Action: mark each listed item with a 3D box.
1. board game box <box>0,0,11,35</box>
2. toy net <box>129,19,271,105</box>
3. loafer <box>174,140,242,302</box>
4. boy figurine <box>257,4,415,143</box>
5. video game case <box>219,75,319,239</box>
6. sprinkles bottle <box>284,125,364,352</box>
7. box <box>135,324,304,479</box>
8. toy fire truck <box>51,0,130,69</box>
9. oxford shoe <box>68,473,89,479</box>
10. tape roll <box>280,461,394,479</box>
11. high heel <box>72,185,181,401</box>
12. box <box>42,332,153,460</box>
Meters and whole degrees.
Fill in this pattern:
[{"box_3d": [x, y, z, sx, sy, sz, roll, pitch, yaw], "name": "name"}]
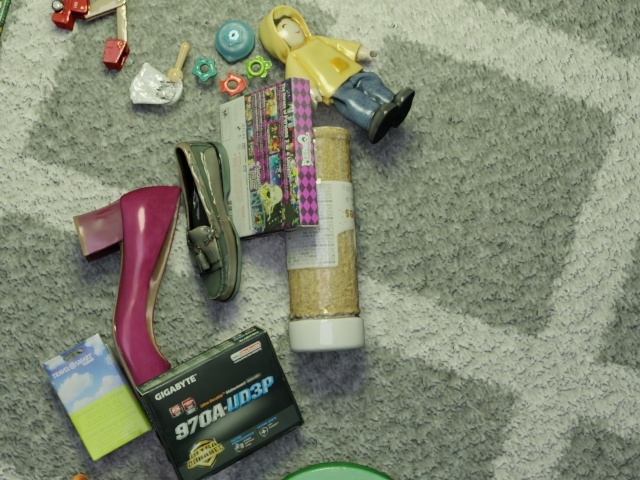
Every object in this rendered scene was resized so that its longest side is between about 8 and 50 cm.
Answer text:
[{"box_3d": [-0.594, -0.394, 1.847, 0.136, 0.030, 0.259, 14, 85, -1], "name": "board game box"}, {"box_3d": [-0.203, -0.274, 1.830, 0.232, 0.045, 0.122, -28, 87, -1], "name": "toy net"}, {"box_3d": [-0.192, -0.031, 1.771, 0.096, 0.084, 0.267, -18, 75, 43], "name": "loafer"}, {"box_3d": [0.020, -0.281, 1.789, 0.285, 0.092, 0.177, 42, 55, 16], "name": "boy figurine"}, {"box_3d": [-0.085, -0.123, 1.743, 0.042, 0.210, 0.232, 0, 83, -37], "name": "video game case"}, {"box_3d": [0.000, 0.000, 1.763, 0.121, 0.121, 0.355, -4, 85, 0], "name": "sprinkles bottle"}, {"box_3d": [-0.155, 0.259, 1.721, 0.220, 0.051, 0.175, -26, 106, -19], "name": "box"}, {"box_3d": [-0.375, -0.392, 1.836, 0.135, 0.047, 0.192, 11, 84, 1], "name": "toy fire truck"}, {"box_3d": [-0.407, 0.549, 1.715, 0.133, 0.130, 0.363, -1, 85, 6], "name": "oxford shoe"}, {"box_3d": [0.027, 0.516, 1.741, 0.321, 0.077, 0.321, 0, 85, 0], "name": "tape roll"}, {"box_3d": [-0.253, 0.100, 1.759, 0.181, 0.127, 0.377, -19, 90, -9], "name": "high heel"}, {"box_3d": [-0.359, 0.253, 1.780, 0.109, 0.042, 0.178, -29, 85, -3], "name": "box"}]
